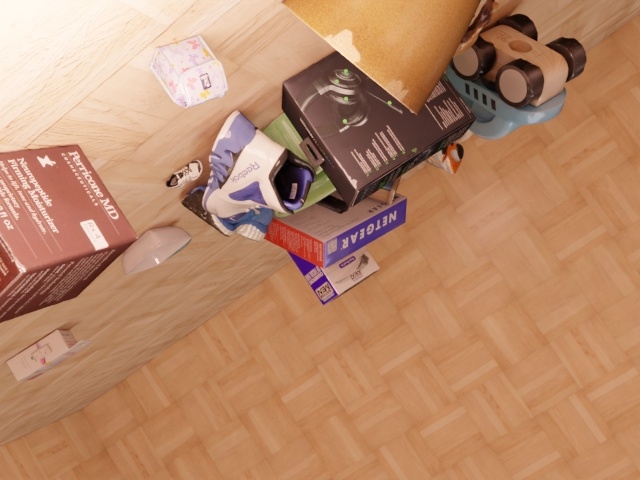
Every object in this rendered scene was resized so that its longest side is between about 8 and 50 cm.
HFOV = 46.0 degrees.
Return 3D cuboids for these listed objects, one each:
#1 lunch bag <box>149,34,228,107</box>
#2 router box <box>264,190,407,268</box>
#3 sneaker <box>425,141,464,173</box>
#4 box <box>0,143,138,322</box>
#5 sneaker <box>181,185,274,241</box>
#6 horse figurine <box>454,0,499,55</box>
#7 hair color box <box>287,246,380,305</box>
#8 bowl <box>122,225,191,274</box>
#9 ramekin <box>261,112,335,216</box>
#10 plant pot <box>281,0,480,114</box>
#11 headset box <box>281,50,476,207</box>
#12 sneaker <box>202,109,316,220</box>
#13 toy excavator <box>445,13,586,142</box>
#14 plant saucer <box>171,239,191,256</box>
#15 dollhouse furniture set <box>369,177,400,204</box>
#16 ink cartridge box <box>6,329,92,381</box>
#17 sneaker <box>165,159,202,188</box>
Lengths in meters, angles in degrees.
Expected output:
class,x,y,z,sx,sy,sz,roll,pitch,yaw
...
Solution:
class,x,y,z,sx,sy,sz,roll,pitch,yaw
lunch bag,-0.166,-0.216,0.976,0.071,0.083,0.053,-28,172,-35
router box,0.015,-0.074,2.041,0.336,0.301,0.082,-29,131,-39
sneaker,0.285,-0.262,1.981,0.099,0.121,0.262,-65,149,-18
box,-0.396,-0.007,0.999,0.167,0.168,0.203,-39,172,30
sneaker,-0.190,-0.094,1.696,0.147,0.130,0.330,-58,163,8
horse figurine,0.271,-0.435,1.599,0.263,0.066,0.174,-29,166,-23
hair color box,0.000,0.000,2.226,0.185,0.338,0.110,-29,171,-37
bowl,-0.384,0.016,1.734,0.142,0.053,0.142,-38,172,25
ramekin,-0.009,-0.194,1.612,0.303,0.148,0.303,-33,173,-4
plant pot,0.119,-0.337,0.997,0.254,0.237,0.237,-50,170,13
headset box,0.093,-0.232,1.401,0.283,0.246,0.131,-34,173,-10
sneaker,-0.113,-0.099,1.421,0.127,0.182,0.315,-59,176,-23
toy excavator,0.415,-0.362,1.981,0.222,0.433,0.445,-30,145,-30
plant saucer,-0.382,0.020,1.905,0.119,0.021,0.119,-33,174,-4
dollhouse furniture set,0.152,-0.300,2.014,0.286,0.198,0.303,-63,170,-58
ink cartridge box,-0.732,0.301,2.052,0.198,0.067,0.115,-32,174,-6
sneaker,-0.259,-0.122,1.430,0.083,0.032,0.037,-37,173,23
